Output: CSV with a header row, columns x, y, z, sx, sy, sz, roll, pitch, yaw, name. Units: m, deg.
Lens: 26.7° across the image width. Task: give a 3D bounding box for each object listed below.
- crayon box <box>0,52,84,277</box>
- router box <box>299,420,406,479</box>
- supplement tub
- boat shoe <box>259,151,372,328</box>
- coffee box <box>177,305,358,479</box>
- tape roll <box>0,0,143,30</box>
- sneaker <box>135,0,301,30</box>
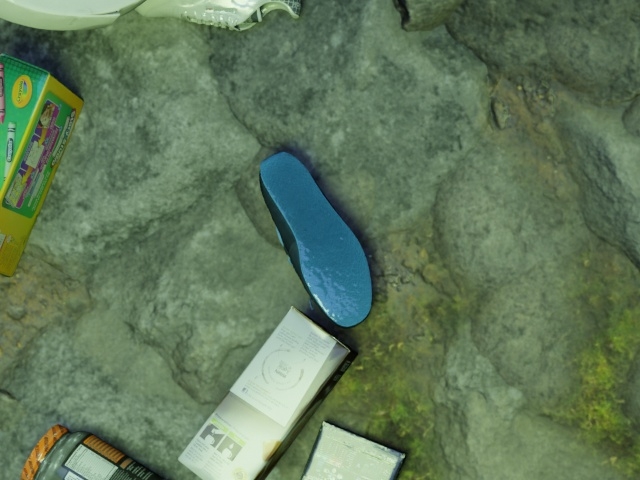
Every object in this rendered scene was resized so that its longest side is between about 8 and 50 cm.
x,y,z,sx,sy,sz,roll,pitch,yaw,name
-0.428,-0.096,1.835,0.081,0.165,0.278,21,86,8,crayon box
0.043,0.306,1.808,0.122,0.038,0.092,22,86,8,router box
-0.296,0.332,1.799,0.190,0.117,0.117,30,87,9,supplement tub
0.000,0.000,1.827,0.109,0.089,0.258,-19,77,-10,boat shoe
-0.065,0.216,1.778,0.098,0.141,0.246,37,89,9,coffee box
-0.334,-0.456,1.685,0.392,0.072,0.392,4,80,-26,tape roll
-0.144,-0.335,1.879,0.235,0.090,0.094,-11,92,6,sneaker
